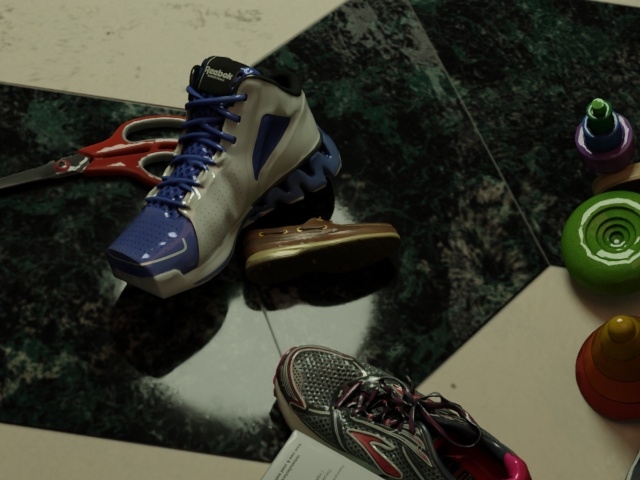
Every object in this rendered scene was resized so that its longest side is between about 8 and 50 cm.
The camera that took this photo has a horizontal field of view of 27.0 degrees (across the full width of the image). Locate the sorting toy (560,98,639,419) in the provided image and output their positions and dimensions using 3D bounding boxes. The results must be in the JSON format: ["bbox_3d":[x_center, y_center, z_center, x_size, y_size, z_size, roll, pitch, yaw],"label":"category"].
[{"bbox_3d":[0.316,0.001,1.428,0.127,0.126,0.366,-8,62,15],"label":"sorting toy"}]

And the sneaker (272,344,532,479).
[{"bbox_3d":[0.085,0.184,1.316,0.299,0.112,0.121,29,57,22],"label":"sneaker"}]

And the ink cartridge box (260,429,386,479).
[{"bbox_3d":[0.038,0.286,1.218,0.208,0.153,0.087,28,55,13],"label":"ink cartridge box"}]

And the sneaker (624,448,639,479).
[{"bbox_3d":[0.412,0.194,1.342,0.126,0.127,0.321,34,59,16],"label":"sneaker"}]

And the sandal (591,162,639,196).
[{"bbox_3d":[0.433,-0.100,1.578,0.240,0.088,0.079,-9,58,-5],"label":"sandal"}]

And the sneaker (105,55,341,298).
[{"bbox_3d":[-0.119,-0.094,1.439,0.127,0.182,0.315,15,44,41],"label":"sneaker"}]

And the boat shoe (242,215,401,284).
[{"bbox_3d":[0.000,0.000,1.473,0.177,0.064,0.060,-9,58,-9],"label":"boat shoe"}]

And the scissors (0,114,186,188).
[{"bbox_3d":[-0.282,-0.094,1.543,0.297,0.021,0.109,-4,57,-8],"label":"scissors"}]
